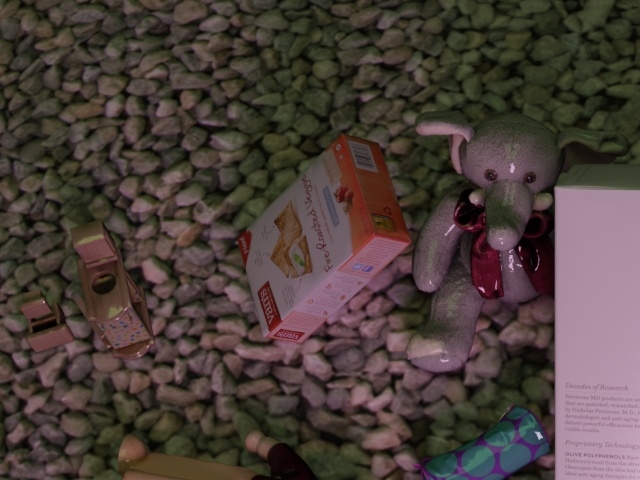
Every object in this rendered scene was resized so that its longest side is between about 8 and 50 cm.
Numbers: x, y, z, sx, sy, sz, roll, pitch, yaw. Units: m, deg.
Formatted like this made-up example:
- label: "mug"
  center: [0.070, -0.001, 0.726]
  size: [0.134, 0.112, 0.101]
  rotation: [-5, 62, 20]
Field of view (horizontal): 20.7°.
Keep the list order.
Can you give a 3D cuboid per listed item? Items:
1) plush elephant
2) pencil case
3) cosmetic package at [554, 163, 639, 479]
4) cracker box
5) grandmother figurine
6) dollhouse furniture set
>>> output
- label: "plush elephant"
  center: [0.232, -0.035, 2.081]
  size: [0.272, 0.255, 0.330]
  rotation: [0, 60, 14]
- label: "pencil case"
  center: [0.189, 0.252, 2.038]
  size: [0.152, 0.064, 0.070]
  rotation: [-30, 74, -5]
- label: "cosmetic package"
  center: [0.339, 0.106, 1.905]
  size: [0.155, 0.197, 0.365]
  rotation: [0, 98, 15]
- label: "cracker box"
  center: [0.000, 0.000, 2.157]
  size: [0.232, 0.067, 0.155]
  rotation: [-45, 48, 36]
- label: "grandmother figurine"
  center: [-0.082, 0.317, 2.052]
  size: [0.342, 0.104, 0.207]
  rotation: [3, 70, 19]
- label: "dollhouse furniture set"
  center: [-0.314, 0.083, 2.196]
  size: [0.161, 0.182, 0.101]
  rotation: [-18, 58, 3]
